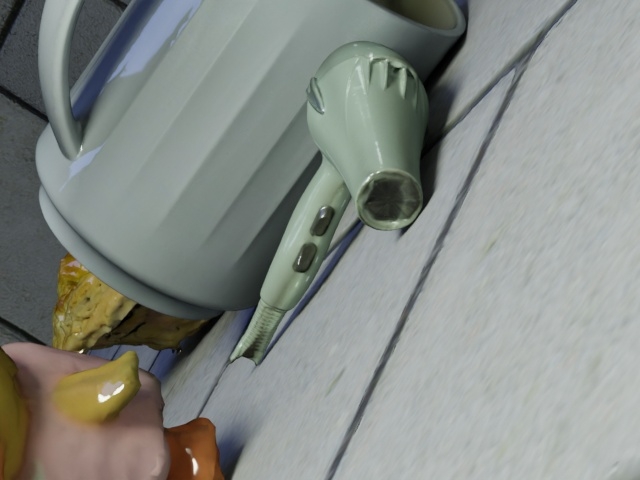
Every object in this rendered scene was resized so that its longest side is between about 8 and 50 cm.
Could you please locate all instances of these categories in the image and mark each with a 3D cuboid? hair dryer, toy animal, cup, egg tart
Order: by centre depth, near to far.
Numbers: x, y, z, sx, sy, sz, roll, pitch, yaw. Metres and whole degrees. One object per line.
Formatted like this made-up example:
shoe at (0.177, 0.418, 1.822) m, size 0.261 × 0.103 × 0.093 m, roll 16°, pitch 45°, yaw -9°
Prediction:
toy animal at (-0.209, 0.129, 1.095) m, size 0.195 × 0.281 × 0.169 m, roll -54°, pitch 50°, yaw 20°
hair dryer at (0.011, -0.006, 1.201) m, size 0.229 × 0.092 × 0.267 m, roll -137°, pitch 67°, yaw -76°
cup at (-0.097, -0.125, 1.400) m, size 0.327 × 0.323 × 0.237 m, roll -52°, pitch 45°, yaw 22°
egg tart at (-0.145, 0.000, 1.765) m, size 0.352 × 0.150 × 0.352 m, roll -50°, pitch 13°, yaw 16°
